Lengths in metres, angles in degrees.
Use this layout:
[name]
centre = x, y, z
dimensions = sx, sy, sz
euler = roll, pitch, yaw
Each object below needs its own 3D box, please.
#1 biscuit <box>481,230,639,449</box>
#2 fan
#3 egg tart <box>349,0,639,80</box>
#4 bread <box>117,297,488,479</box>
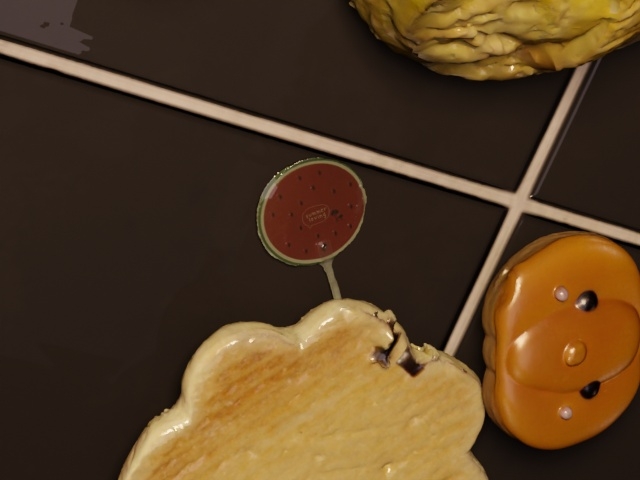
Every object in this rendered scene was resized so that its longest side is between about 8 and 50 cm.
[biscuit]
centre = 0.199, 0.076, 1.360
dimensions = 0.170, 0.050, 0.170
euler = -8, 107, -28
[fan]
centre = 0.000, 0.000, 1.301
dimensions = 0.085, 0.005, 0.133
euler = -22, 119, -10
[egg tart]
centre = 0.131, -0.169, 1.162
dimensions = 0.252, 0.098, 0.232
euler = 6, 146, -9
[bread]
centre = -0.009, 0.183, 1.357
dimensions = 0.316, 0.054, 0.316
euler = -9, 118, -18
